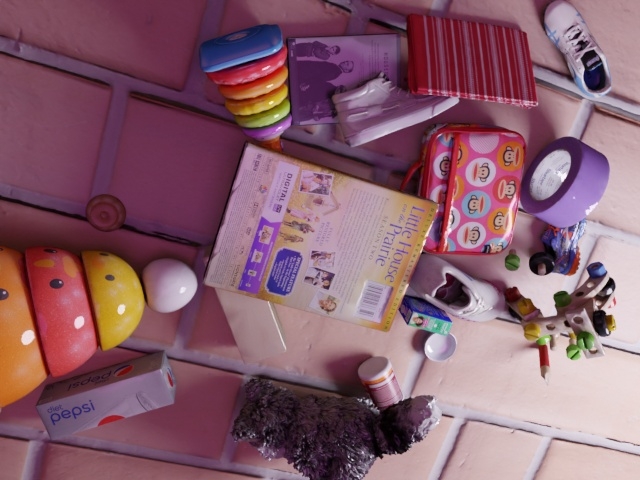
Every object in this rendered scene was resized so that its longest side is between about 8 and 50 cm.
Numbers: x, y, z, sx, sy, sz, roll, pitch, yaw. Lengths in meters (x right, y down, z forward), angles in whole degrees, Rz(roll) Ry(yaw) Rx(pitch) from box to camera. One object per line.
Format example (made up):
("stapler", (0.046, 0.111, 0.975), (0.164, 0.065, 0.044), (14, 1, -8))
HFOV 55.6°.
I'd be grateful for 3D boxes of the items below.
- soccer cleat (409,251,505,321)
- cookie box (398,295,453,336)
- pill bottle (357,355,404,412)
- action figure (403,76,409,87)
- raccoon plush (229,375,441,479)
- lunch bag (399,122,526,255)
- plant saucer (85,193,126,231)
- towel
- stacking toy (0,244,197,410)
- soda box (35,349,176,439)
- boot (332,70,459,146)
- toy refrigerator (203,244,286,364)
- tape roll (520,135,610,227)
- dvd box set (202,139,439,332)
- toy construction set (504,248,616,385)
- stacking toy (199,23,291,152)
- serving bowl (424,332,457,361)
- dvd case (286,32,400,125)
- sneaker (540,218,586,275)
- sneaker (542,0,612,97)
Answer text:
("soccer cleat", (0.327, 0.135, 1.387), (0.331, 0.143, 0.116), (25, 105, -33))
("cookie box", (0.248, 0.178, 1.446), (0.107, 0.092, 0.040), (17, 107, -14))
("pill bottle", (0.155, 0.368, 1.493), (0.086, 0.086, 0.152), (-24, 109, -1))
("action figure", (0.236, -0.370, 1.305), (0.115, 0.030, 0.038), (-37, 104, 1))
("raccoon plush", (0.012, 0.379, 1.382), (0.299, 0.216, 0.446), (37, 116, -17))
("lunch bag", (0.307, -0.116, 1.355), (0.258, 0.120, 0.293), (2, 108, -5))
("plant saucer", (-0.458, -0.056, 1.294), (0.083, 0.015, 0.083), (-3, 108, -9))
("towel", (0.311, -0.373, 1.263), (0.274, 0.031, 0.199), (4, 68, -11))
("stacking toy", (-0.490, 0.123, 1.243), (0.479, 0.350, 0.351), (-14, 110, -25))
("soda box", (-0.480, 0.350, 1.379), (0.286, 0.091, 0.098), (-16, 110, -4))
("boot", (0.154, -0.294, 1.251), (0.258, 0.095, 0.123), (-23, 102, -10))
("toy refrigerator", (-0.166, 0.130, 1.364), (0.102, 0.094, 0.270), (-18, 108, 1))
("tape roll", (0.536, -0.129, 1.345), (0.080, 0.189, 0.189), (24, 102, -16))
("dvd box set", (0.000, 0.000, 1.265), (0.420, 0.062, 0.308), (15, 105, -13))
("toy construction set", (0.552, 0.211, 1.403), (0.257, 0.237, 0.309), (3, 121, 15))
("stacking toy", (-0.120, -0.265, 1.227), (0.165, 0.175, 0.302), (-17, 121, -1))
("serving bowl", (0.296, 0.258, 1.513), (0.083, 0.027, 0.083), (-3, 108, -8))
("dvd case", (0.051, -0.339, 1.282), (0.238, 0.029, 0.179), (-5, 108, -9))
("sneaker", (0.572, -0.017, 1.446), (0.087, 0.083, 0.221), (-3, 106, -3))
("sneaker", (0.563, -0.416, 1.314), (0.085, 0.086, 0.237), (-37, 108, 5))
